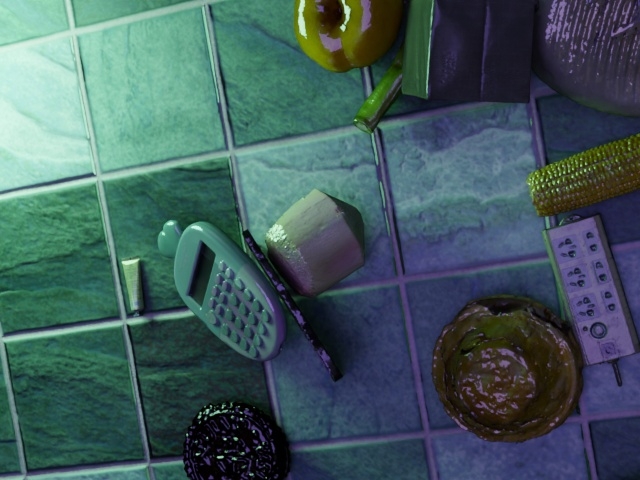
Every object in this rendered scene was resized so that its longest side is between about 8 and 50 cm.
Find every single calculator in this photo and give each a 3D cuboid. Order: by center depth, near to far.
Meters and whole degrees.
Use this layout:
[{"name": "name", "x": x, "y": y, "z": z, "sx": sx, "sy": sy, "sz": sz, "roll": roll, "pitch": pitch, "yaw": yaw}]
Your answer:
[{"name": "calculator", "x": -0.159, "y": 0.073, "z": 1.980, "sx": 0.299, "sy": 0.041, "sz": 0.186, "roll": 42, "pitch": 137, "yaw": 25}]

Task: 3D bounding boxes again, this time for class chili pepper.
[{"name": "chili pepper", "x": 0.115, "y": -0.257, "z": 1.902, "sx": 0.050, "sy": 0.052, "sz": 0.202, "roll": 26, "pitch": 99, "yaw": -17}]

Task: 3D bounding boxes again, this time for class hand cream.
[{"name": "hand cream", "x": -0.316, "y": 0.079, "z": 2.093, "sx": 0.035, "sy": 0.022, "sz": 0.102, "roll": -10, "pitch": 86, "yaw": 19}]

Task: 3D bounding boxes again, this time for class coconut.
[{"name": "coconut", "x": 0.000, "y": 0.000, "z": 1.910, "sx": 0.152, "sy": 0.147, "sz": 0.147, "roll": -37, "pitch": 82, "yaw": -12}]

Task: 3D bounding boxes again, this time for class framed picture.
[{"name": "framed picture", "x": -0.043, "y": 0.106, "z": 1.918, "sx": 0.018, "sy": 0.192, "sz": 0.265, "roll": -32, "pitch": 85, "yaw": -3}]

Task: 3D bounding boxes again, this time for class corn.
[{"name": "corn", "x": 0.421, "y": -0.101, "z": 1.800, "sx": 0.248, "sy": 0.081, "sz": 0.081, "roll": -18, "pitch": 89, "yaw": 19}]

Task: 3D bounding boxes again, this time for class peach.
[{"name": "peach", "x": 0.042, "y": -0.345, "z": 1.888, "sx": 0.179, "sy": 0.103, "sz": 0.179, "roll": -1, "pitch": 88, "yaw": 26}]

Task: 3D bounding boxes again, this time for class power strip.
[{"name": "power strip", "x": 0.412, "y": 0.091, "z": 1.843, "sx": 0.092, "sy": 0.034, "sz": 0.268, "roll": -17, "pitch": 89, "yaw": 19}]

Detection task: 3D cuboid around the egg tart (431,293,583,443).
[{"name": "egg tart", "x": 0.277, "y": 0.201, "z": 1.860, "sx": 0.241, "sy": 0.106, "sz": 0.241, "roll": 4, "pitch": 101, "yaw": 21}]

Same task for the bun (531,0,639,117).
[{"name": "bun", "x": 0.425, "y": -0.313, "z": 1.740, "sx": 0.272, "sy": 0.168, "sz": 0.273, "roll": 3, "pitch": 106, "yaw": 10}]

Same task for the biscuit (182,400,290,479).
[{"name": "biscuit", "x": -0.140, "y": 0.359, "z": 2.040, "sx": 0.194, "sy": 0.053, "sz": 0.195, "roll": 2, "pitch": 96, "yaw": 18}]

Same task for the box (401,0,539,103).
[{"name": "box", "x": 0.209, "y": -0.277, "z": 1.757, "sx": 0.155, "sy": 0.231, "sz": 0.149, "roll": 1, "pitch": 99, "yaw": -7}]
